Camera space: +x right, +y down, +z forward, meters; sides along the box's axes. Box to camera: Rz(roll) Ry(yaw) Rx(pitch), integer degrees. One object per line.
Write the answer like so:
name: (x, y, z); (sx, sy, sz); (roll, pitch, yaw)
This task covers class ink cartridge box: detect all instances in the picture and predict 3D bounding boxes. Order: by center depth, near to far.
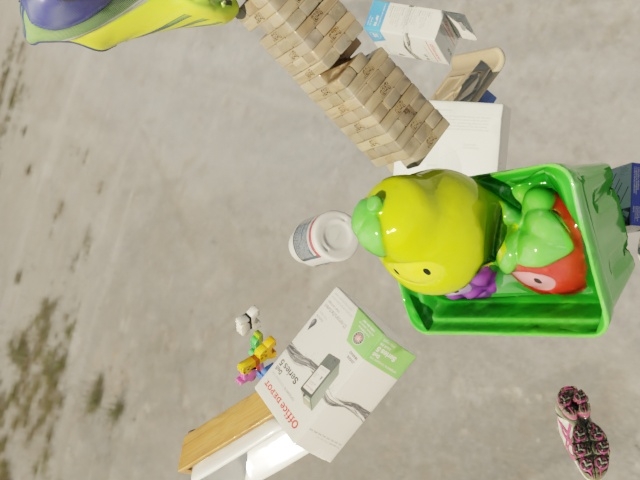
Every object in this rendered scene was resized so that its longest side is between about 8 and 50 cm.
ink cartridge box: (0.454, -0.057, 1.399); (0.207, 0.046, 0.097); (156, 119, -77)
ink cartridge box: (0.182, -0.374, 1.604); (0.180, 0.104, 0.060); (17, 82, 27)
ink cartridge box: (0.025, 0.260, 1.735); (0.273, 0.114, 0.198); (-51, 37, 3)

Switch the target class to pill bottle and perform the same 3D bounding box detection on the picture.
pill bottle: (0.000, 0.000, 1.879); (0.180, 0.107, 0.108); (-17, 60, 66)

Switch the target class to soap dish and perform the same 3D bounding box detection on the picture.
soap dish: (-0.145, 0.439, 1.967); (0.290, 0.229, 0.118); (-34, 57, 20)

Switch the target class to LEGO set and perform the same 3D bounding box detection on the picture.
LEGO set: (-0.152, 0.264, 1.953); (0.087, 0.093, 0.227); (39, 145, 36)

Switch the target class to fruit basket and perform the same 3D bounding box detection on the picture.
fruit basket: (0.213, 0.014, 1.263); (0.392, 0.392, 0.283); (0, 109, 62)

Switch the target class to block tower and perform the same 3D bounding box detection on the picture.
block tower: (0.027, -0.241, 1.223); (0.091, 0.335, 0.097); (-52, 18, -22)

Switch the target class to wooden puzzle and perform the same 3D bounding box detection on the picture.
wooden puzzle: (0.314, -0.300, 2.174); (0.348, 0.080, 0.322); (-58, 14, 0)

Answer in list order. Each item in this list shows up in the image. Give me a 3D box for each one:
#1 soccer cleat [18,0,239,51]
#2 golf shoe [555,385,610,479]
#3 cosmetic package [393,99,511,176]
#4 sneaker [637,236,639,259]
soccer cleat: (-0.237, -0.290, 1.107); (0.093, 0.289, 0.121); (56, 135, 26)
golf shoe: (0.474, 0.359, 1.600); (0.186, 0.067, 0.086); (-95, -1, -46)
cosmetic package: (0.280, -0.183, 1.893); (0.138, 0.224, 0.225); (-16, -69, -70)
sneaker: (0.552, -0.069, 1.416); (0.229, 0.092, 0.087); (-70, 19, 3)
